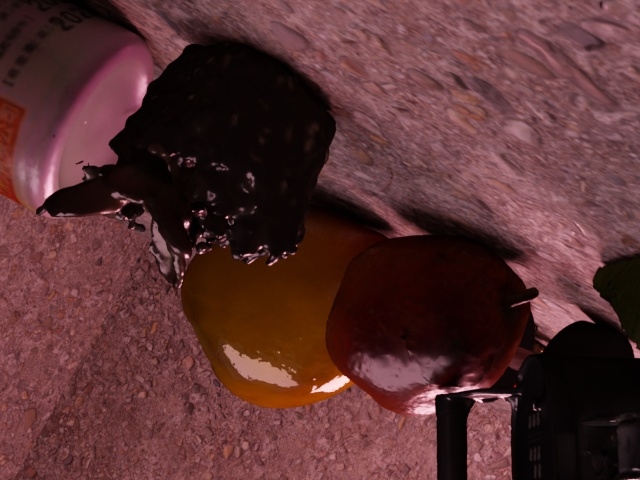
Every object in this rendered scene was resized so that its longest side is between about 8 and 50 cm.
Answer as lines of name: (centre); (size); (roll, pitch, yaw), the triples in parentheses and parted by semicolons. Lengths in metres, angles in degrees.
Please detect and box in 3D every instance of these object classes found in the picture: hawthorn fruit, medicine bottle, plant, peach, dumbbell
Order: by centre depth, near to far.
plant: (-0.102, -0.062, 0.985); (0.178, 0.234, 0.204); (10, 156, 49)
medicine bottle: (-0.391, -0.198, 1.122); (0.388, 0.219, 0.219); (28, 172, 9)
hawthorn fruit: (0.140, 0.087, 1.228); (0.224, 0.224, 0.261); (32, 149, -23)
dumbbell: (0.273, 0.157, 1.353); (0.218, 0.152, 0.152); (20, 169, 47)
peach: (-0.027, 0.091, 1.470); (0.308, 0.289, 0.289); (-13, 166, 4)

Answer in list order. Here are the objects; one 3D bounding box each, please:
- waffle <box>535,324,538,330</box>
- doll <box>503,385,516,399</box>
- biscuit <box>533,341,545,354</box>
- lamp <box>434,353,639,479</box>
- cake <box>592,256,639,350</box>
waffle: (0.247, 0.095, 1.502); (0.097, 0.023, 0.153); (22, 170, 32)
doll: (0.244, 0.173, 1.599); (0.336, 0.105, 0.200); (24, 176, -31)
biscuit: (0.358, 0.196, 1.757); (0.231, 0.025, 0.131); (35, 169, -37)
lamp: (0.308, 0.217, 1.024); (0.272, 0.205, 0.374); (8, 164, -19)
cake: (0.318, 0.046, 0.926); (0.100, 0.099, 0.235); (27, -168, -3)
